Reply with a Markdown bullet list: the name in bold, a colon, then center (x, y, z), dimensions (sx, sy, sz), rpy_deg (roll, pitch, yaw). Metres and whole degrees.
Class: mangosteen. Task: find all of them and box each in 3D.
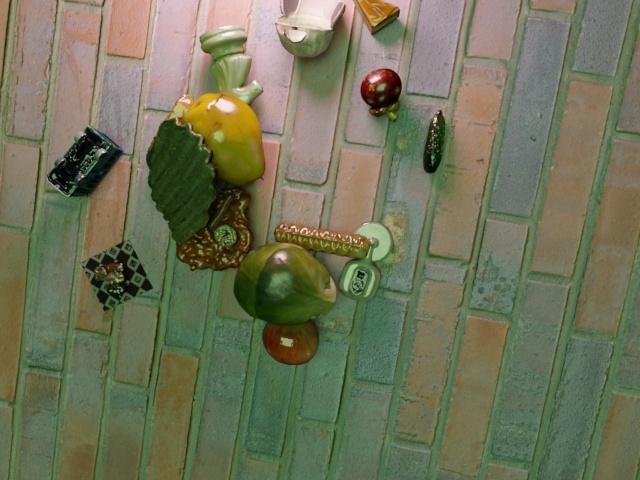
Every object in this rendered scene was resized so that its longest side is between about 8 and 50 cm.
- **mangosteen**: center (0.217, -0.515, 1.605), dimensions (0.155, 0.181, 0.146), rpy_deg (-34, 48, -9)

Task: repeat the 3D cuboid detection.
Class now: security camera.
- **security camera**: center (0.170, 0.076, 1.678), dimensions (0.157, 0.080, 0.302), rpy_deg (18, 93, 4)

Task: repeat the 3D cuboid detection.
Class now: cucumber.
- **cucumber**: center (0.411, -0.355, 1.626), dimensions (0.069, 0.069, 0.228), rpy_deg (9, 91, 4)

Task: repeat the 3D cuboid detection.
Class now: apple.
- **apple**: center (-0.106, 0.363, 1.667), dimensions (0.209, 0.209, 0.164), rpy_deg (2, 106, 5)

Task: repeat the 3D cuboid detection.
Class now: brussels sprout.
- **brussels sprout**: center (-0.123, 0.156, 1.598), dimensions (0.354, 0.281, 0.290), rpy_deg (20, 89, -8)

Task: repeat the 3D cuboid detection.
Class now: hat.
- **hat**: center (-0.036, -0.767, 1.593), dimensions (0.231, 0.161, 0.275), rpy_deg (19, 72, 5)

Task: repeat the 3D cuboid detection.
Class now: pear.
- **pear**: center (-0.326, -0.349, 1.593), dimensions (0.284, 0.336, 0.285), rpy_deg (-12, 59, 21)

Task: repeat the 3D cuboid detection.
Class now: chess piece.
- **chess piece**: center (-0.313, -0.604, 1.635), dimensions (0.175, 0.176, 0.299), rpy_deg (-13, 106, 6)

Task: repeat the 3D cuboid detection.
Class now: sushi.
- **sushi**: center (-0.814, 0.142, 1.779), dimensions (0.231, 0.047, 0.220), rpy_deg (-25, 93, 6)

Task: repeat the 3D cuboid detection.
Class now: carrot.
- **carrot**: center (-0.355, -0.104, 1.621), dimensions (0.035, 0.035, 0.165), rpy_deg (35, 93, 1)

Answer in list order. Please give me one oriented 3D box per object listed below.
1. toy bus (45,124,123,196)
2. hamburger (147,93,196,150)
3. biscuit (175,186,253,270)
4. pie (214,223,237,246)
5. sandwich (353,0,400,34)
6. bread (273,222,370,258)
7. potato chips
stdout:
- **toy bus**: center (-0.880, -0.288, 1.699), dimensions (0.128, 0.147, 0.256), rpy_deg (40, 92, 2)
- **hamburger**: center (-0.523, -0.401, 1.670), dimensions (0.131, 0.124, 0.262), rpy_deg (39, 98, 0)
- **biscuit**: center (-0.406, -0.041, 1.699), dimensions (0.317, 0.110, 0.313), rpy_deg (-3, 95, 5)
- **pie**: center (-0.342, -0.017, 1.632), dimensions (0.084, 0.020, 0.085), rpy_deg (0, 95, 2)
- **sandwich**: center (0.191, -0.836, 1.596), dimensions (0.113, 0.079, 0.163), rpy_deg (-30, 90, 5)
- **bread**: center (0.000, -0.001, 1.659), dimensions (0.367, 0.077, 0.084), rpy_deg (11, 102, 13)
- **potato chips**: center (-0.477, -0.195, 1.534), dimensions (0.429, 0.070, 0.359), rpy_deg (-39, 80, 42)
